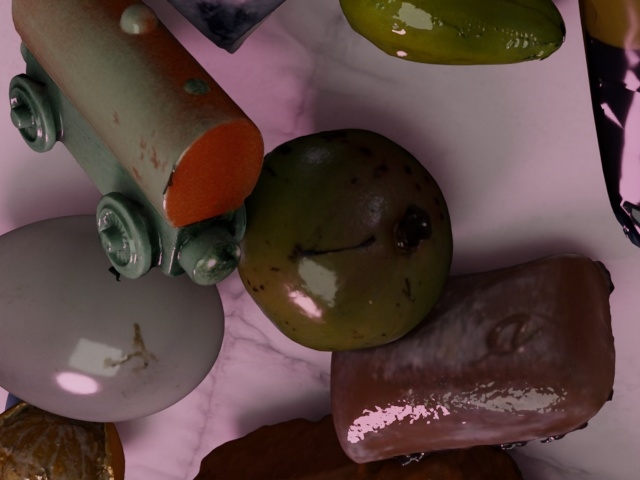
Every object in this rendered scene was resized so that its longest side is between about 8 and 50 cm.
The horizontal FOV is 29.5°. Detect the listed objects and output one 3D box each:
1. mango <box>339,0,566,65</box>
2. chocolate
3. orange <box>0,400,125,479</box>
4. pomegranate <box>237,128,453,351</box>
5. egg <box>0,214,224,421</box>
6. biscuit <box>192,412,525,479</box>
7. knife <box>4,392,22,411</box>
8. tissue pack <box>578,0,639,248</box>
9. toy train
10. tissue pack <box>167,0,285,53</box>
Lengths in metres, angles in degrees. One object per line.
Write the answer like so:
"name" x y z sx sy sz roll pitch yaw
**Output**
"mango" 0.091 -0.159 0.864 0.165 0.091 0.074 19 121 4
"chocolate" 0.112 0.092 1.012 0.261 0.161 0.083 -16 146 25
"orange" -0.279 0.228 1.273 0.156 0.156 0.134 15 87 5
"pomegranate" 0.009 0.011 0.985 0.179 0.179 0.210 29 147 -7
"egg" -0.212 0.067 1.087 0.264 0.183 0.183 7 130 20
"biscuit" 0.084 0.330 1.222 0.343 0.166 0.395 -19 122 28
"knife" -0.317 0.121 1.280 0.044 0.019 0.313 20 130 5
"tissue pack" 0.259 -0.222 0.638 0.253 0.264 0.416 -3 126 17
"toy train" -0.141 -0.099 0.906 0.285 0.116 0.177 49 142 32
"tissue pack" -0.101 -0.341 0.752 0.394 0.124 0.288 43 130 -19
